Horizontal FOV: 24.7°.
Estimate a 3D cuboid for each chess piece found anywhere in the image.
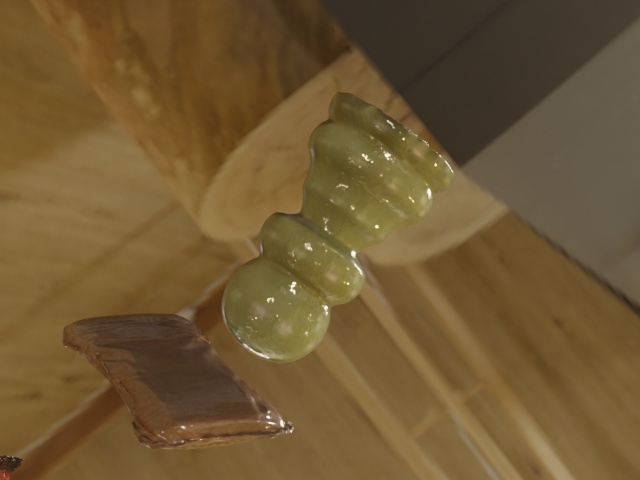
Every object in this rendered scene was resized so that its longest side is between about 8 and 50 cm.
[{"bbox_3d":[0.000,0.000,1.394,0.251,0.144,0.144,-54,162,-5],"label":"chess piece"}]

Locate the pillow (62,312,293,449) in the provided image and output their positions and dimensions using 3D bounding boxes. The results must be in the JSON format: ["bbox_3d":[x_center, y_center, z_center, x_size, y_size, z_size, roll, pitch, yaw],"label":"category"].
[{"bbox_3d":[-0.120,0.112,1.194,0.135,0.211,0.034,-3,115,-31],"label":"pillow"}]

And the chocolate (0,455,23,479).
[{"bbox_3d":[-0.386,0.232,1.451,0.182,0.028,0.086,21,108,-41],"label":"chocolate"}]
